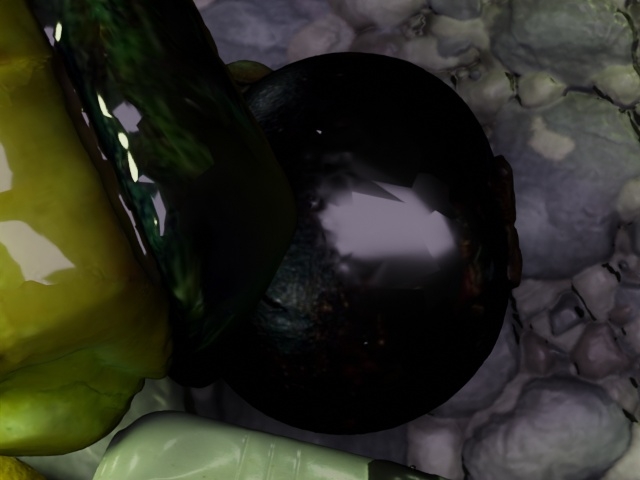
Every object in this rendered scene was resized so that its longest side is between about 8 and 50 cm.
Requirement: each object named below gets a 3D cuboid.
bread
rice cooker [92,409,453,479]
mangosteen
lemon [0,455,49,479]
[{"bbox_3d":[-0.182,-0.077,0.589,0.208,0.251,0.376,-25,83,-39],"label":"bread"},{"bbox_3d":[-0.023,0.211,0.610,0.244,0.226,0.226,14,78,-5],"label":"rice cooker"},{"bbox_3d":[0.000,0.000,0.707,0.243,0.243,0.243,1,79,-6],"label":"mangosteen"},{"bbox_3d":[-0.199,0.174,0.695,0.133,0.109,0.109,36,77,-14],"label":"lemon"}]
